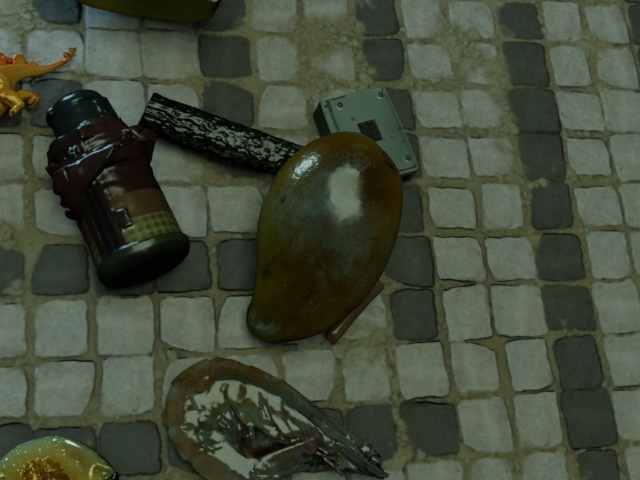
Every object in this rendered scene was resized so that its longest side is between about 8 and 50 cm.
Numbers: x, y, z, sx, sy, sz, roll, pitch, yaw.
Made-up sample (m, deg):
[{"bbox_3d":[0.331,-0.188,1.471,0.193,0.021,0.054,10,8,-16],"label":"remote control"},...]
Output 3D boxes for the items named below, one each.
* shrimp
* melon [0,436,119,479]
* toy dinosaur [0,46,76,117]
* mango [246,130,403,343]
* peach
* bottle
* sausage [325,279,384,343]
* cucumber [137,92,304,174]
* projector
[{"bbox_3d":[-0.062,0.268,1.350,0.316,0.062,0.164,25,71,0],"label":"shrimp"},{"bbox_3d":[-0.336,0.311,1.261,0.160,0.079,0.128,-26,59,-20],"label":"melon"},{"bbox_3d":[-0.461,-0.206,1.416,0.117,0.070,0.288,34,62,0],"label":"toy dinosaur"},{"bbox_3d":[0.000,0.000,1.404,0.192,0.146,0.316,24,84,10],"label":"mango"},{"bbox_3d":[-0.270,-0.407,1.487,0.267,0.154,0.159,4,79,-3],"label":"peach"},{"bbox_3d":[-0.279,-0.081,1.374,0.156,0.143,0.271,-21,76,-20],"label":"bottle"},{"bbox_3d":[0.048,0.100,1.454,0.026,0.026,0.116,41,67,3],"label":"sausage"},{"bbox_3d":[-0.118,-0.140,1.477,0.293,0.067,0.068,18,67,-9],"label":"cucumber"},{"bbox_3d":[0.068,-0.151,1.530,0.115,0.061,0.147,-17,75,-17],"label":"projector"}]
